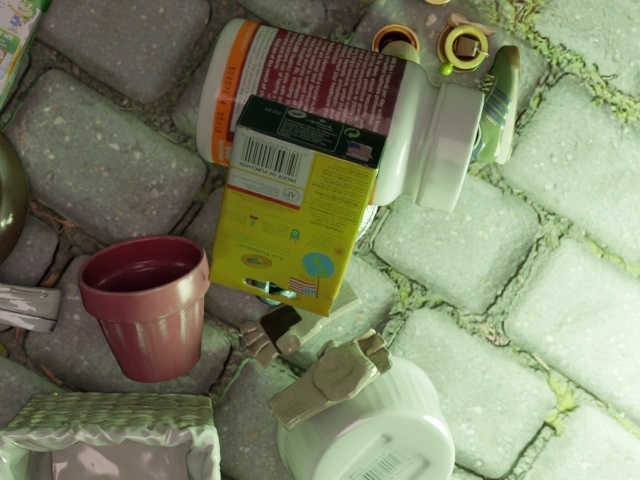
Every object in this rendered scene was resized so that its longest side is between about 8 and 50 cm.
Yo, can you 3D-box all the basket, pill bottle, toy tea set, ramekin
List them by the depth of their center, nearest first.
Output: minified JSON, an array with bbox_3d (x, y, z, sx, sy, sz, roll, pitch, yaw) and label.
[{"bbox_3d":[0.030,-0.179,1.657,0.392,0.224,0.224,15,97,4],"label":"pill bottle"},{"bbox_3d":[0.223,-0.374,1.718,0.200,0.124,0.336,33,95,-8],"label":"toy tea set"},{"bbox_3d":[-0.317,0.412,1.726,0.331,0.266,0.328,0,98,-3],"label":"basket"},{"bbox_3d":[0.078,0.329,1.759,0.277,0.135,0.277,-8,121,-13],"label":"ramekin"}]

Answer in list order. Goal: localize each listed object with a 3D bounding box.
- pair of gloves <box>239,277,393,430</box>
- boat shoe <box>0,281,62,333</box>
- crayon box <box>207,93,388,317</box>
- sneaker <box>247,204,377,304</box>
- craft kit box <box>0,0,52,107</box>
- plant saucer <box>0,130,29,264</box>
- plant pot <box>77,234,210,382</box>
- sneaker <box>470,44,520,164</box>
[{"bbox_3d":[-0.009,0.167,1.736,0.204,0.240,0.042,-28,134,0],"label":"pair of gloves"},{"bbox_3d":[-0.539,0.075,1.757,0.258,0.095,0.084,17,88,-14],"label":"boat shoe"},{"bbox_3d":[-0.042,-0.041,1.595,0.202,0.081,0.318,18,134,1],"label":"crayon box"},{"bbox_3d":[0.000,0.000,1.759,0.110,0.122,0.283,40,94,-8],"label":"sneaker"},{"bbox_3d":[-0.567,-0.347,1.703,0.250,0.061,0.246,27,98,-8],"label":"craft kit box"},{"bbox_3d":[-0.608,-0.068,1.698,0.311,0.050,0.310,1,82,-7],"label":"plant saucer"},{"bbox_3d":[-0.264,0.113,1.732,0.201,0.201,0.180,-9,114,-3],"label":"plant pot"},{"bbox_3d":[0.265,-0.217,1.774,0.086,0.064,0.192,3,101,-9],"label":"sneaker"}]
